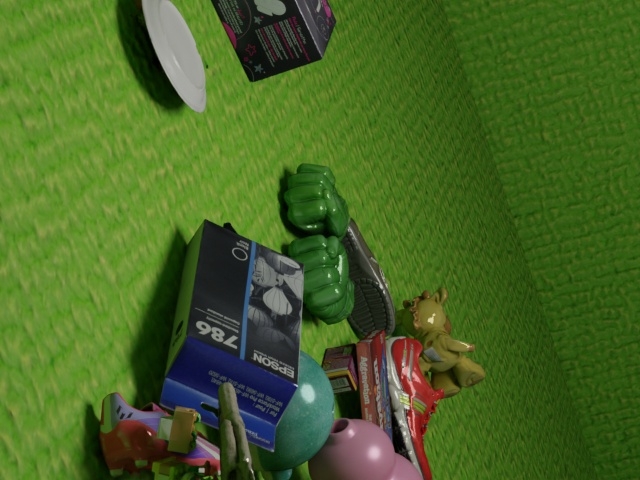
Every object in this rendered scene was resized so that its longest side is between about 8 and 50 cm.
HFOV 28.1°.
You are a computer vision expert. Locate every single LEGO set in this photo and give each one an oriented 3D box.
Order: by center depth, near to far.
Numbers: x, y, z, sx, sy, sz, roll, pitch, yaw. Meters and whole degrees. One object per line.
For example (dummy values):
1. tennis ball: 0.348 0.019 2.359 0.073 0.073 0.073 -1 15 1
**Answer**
1. LEGO set: -0.157 0.330 1.402 0.132 0.107 0.287 69 38 -52

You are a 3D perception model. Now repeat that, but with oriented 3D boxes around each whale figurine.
1. whale figurine: -0.037 0.241 1.823 0.272 0.141 0.216 39 52 -72

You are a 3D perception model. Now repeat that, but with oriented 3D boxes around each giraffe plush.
1. giraffe plush: 0.212 0.194 2.506 0.210 0.181 0.170 77 -1 -53

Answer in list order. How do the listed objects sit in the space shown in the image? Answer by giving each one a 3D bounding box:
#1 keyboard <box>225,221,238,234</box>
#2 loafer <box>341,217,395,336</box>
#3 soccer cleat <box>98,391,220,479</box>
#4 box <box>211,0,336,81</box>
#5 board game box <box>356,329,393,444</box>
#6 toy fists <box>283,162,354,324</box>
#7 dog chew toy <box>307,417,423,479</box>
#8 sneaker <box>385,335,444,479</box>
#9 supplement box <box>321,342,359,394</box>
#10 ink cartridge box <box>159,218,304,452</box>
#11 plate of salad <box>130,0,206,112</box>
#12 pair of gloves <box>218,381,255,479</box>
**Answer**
1. keyboard: -0.101 0.062 1.969 0.192 0.038 0.100 55 5 -42
2. loafer: 0.078 0.060 2.331 0.251 0.094 0.087 69 25 -15
3. soccer cleat: -0.183 0.243 1.550 0.248 0.083 0.095 27 47 -60
4. box: -0.088 -0.424 2.157 0.163 0.142 0.247 -73 143 -55
5. board game box: 0.098 0.305 2.219 0.145 0.027 0.281 -20 106 -75
6. toy fists: 0.000 0.000 2.169 0.142 0.096 0.279 43 39 -54
7. dog chew toy: 0.078 0.410 1.920 0.206 0.206 0.332 -68 141 -58
8. sneaker: 0.175 0.310 2.334 0.107 0.118 0.279 153 -74 -73
9. supplement box: 0.035 0.218 2.167 0.083 0.055 0.043 -72 144 -55
10. ink cartridge box: -0.108 0.115 1.680 0.165 0.065 0.332 25 33 -17
11. plate of salad: -0.219 -0.275 1.851 0.200 0.048 0.200 -21 90 -79
12. pair of gloves: -0.095 0.310 1.466 0.204 0.042 0.240 -105 -164 -68
